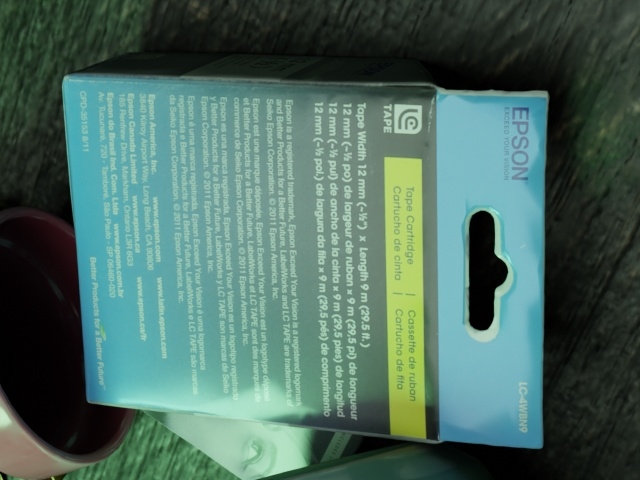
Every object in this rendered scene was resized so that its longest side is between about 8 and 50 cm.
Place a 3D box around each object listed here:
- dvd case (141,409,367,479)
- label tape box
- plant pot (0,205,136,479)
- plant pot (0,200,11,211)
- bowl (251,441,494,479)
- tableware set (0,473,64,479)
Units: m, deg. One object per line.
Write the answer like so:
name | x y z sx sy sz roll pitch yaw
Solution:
dvd case | -0.061 0.104 1.352 0.221 0.018 0.164 32 119 12
label tape box | 0.000 0.000 1.223 0.348 0.115 0.249 3 106 19
plant pot | -0.268 0.094 1.318 0.180 0.201 0.201 -19 100 25
plant pot | -0.284 0.002 1.393 0.079 0.083 0.083 -15 102 16
bowl | 0.019 0.238 1.226 0.312 0.311 0.163 -18 83 30
tableware set | -0.290 0.188 1.489 0.154 0.024 0.104 4 110 24
